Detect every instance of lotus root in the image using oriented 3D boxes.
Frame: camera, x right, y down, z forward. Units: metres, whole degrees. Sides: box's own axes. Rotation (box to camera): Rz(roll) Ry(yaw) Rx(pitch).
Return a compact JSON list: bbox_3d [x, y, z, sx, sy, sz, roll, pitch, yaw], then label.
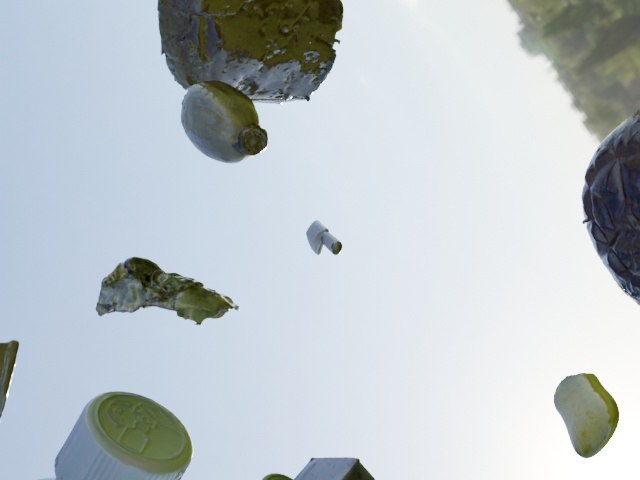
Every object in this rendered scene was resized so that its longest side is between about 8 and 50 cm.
[{"bbox_3d":[-0.097,-0.113,1.065,0.150,0.062,0.073,34,144,54],"label":"lotus root"}]

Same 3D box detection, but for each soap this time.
[{"bbox_3d":[0.362,0.230,1.531,0.033,0.089,0.168,33,-162,-14],"label":"soap"}]

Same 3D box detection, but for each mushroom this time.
[{"bbox_3d":[0.394,-0.030,1.220,0.153,0.253,0.253,-10,-119,-32],"label":"mushroom"}]

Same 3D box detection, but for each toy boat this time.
[{"bbox_3d":[-0.563,0.247,1.914,0.061,0.188,0.116,15,-162,-19],"label":"toy boat"}]

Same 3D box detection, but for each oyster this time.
[{"bbox_3d":[-0.251,0.086,1.861,0.161,0.233,0.107,81,-166,-81],"label":"oyster"}]

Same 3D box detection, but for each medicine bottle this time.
[{"bbox_3d":[-0.343,0.406,1.624,0.243,0.395,0.242,21,-157,-10],"label":"medicine bottle"}]

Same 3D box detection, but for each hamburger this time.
[{"bbox_3d":[-0.091,-0.286,1.289,0.211,0.308,0.132,-11,-142,-30],"label":"hamburger"}]

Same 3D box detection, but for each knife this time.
[{"bbox_3d":[-0.001,0.000,1.816,0.022,0.046,0.256,15,-174,-12],"label":"knife"}]

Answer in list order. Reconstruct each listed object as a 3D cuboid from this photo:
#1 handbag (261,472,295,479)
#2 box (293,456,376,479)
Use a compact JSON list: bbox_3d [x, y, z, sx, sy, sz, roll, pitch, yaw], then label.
[{"bbox_3d":[0.039,0.339,1.047,0.241,0.109,0.315,19,-142,-51],"label":"handbag"},{"bbox_3d":[-0.006,0.549,1.968,0.190,0.297,0.225,46,157,-7],"label":"box"}]
